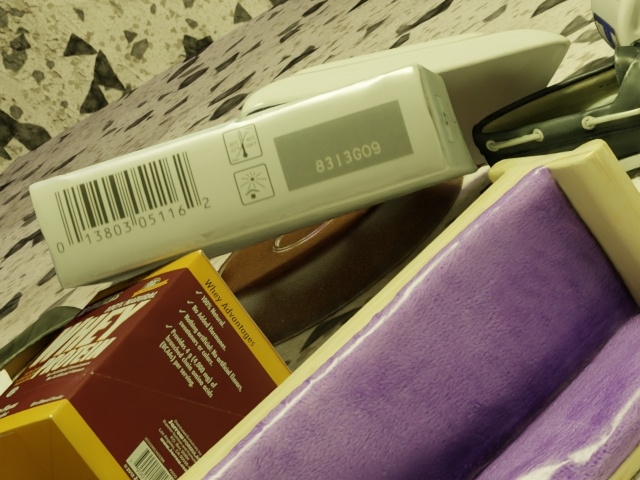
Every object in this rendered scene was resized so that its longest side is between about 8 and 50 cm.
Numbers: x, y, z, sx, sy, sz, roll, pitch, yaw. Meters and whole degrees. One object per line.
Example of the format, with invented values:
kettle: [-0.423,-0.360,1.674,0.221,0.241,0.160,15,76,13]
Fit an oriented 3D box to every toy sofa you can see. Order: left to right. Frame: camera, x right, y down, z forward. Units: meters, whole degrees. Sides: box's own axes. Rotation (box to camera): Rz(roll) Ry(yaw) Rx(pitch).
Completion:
toy sofa: [0.078,0.106,1.028,0.362,0.150,0.177,-42,15,-20]

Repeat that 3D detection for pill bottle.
pill bottle: [0.303,-0.211,1.550,0.112,0.112,0.186,-34,16,8]

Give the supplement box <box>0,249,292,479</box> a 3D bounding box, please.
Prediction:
supplement box: [-0.121,0.149,1.253,0.129,0.191,0.194,-21,20,43]

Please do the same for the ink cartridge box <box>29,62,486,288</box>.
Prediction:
ink cartridge box: [-0.029,-0.052,1.433,0.308,0.091,0.385,-18,0,10]

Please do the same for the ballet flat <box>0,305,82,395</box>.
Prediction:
ballet flat: [-0.333,0.161,1.889,0.096,0.095,0.280,-4,34,42]

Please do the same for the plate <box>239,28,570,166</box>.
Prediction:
plate: [0.054,-0.105,1.497,0.278,0.045,0.277,-13,-16,-10]

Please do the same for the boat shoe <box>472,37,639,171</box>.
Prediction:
boat shoe: [0.260,-0.116,1.400,0.302,0.091,0.114,-29,17,26]

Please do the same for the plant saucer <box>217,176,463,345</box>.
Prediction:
plant saucer: [0.000,0.000,1.715,0.310,0.050,0.310,-32,16,10]
